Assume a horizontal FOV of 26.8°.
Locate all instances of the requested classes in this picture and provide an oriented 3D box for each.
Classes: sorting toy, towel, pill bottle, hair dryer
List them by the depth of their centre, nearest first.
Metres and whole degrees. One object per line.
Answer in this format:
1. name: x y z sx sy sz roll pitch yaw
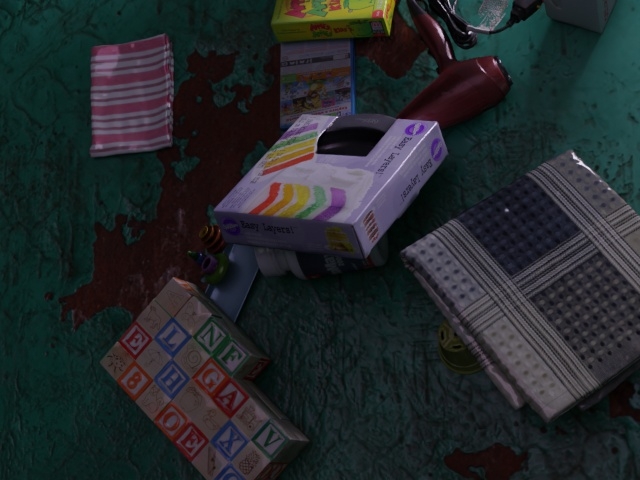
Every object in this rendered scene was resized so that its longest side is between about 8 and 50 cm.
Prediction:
1. towel: 0.322 0.061 1.827 0.312 0.056 0.324 -31 64 -16
2. pill bottle: 0.000 0.000 1.953 0.180 0.108 0.108 -11 71 15
3. hair dryer: 0.194 -0.267 2.007 0.223 0.080 0.293 19 74 38
4. sorting toy: -0.170 0.018 2.023 0.061 0.042 0.102 -33 41 37
5. towel: -0.308 -0.233 2.165 0.144 0.029 0.197 -8 72 16

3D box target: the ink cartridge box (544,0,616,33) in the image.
1. ink cartridge box: 0.400 -0.429 1.930 0.093 0.154 0.212 24 81 21

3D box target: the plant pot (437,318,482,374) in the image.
1. plant pot: 0.196 0.137 1.863 0.083 0.079 0.083 -5 72 15

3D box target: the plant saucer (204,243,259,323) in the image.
1. plant saucer: -0.142 0.087 2.021 0.067 0.018 0.192 20 80 23

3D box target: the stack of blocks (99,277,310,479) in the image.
1. stack of blocks: -0.155 0.216 1.933 0.297 0.087 0.171 44 96 21

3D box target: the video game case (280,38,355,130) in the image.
1. video game case: -0.005 -0.255 2.083 0.119 0.015 0.166 -5 72 16

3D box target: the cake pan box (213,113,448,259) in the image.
1. cake pan box: 0.019 -0.084 1.903 0.245 0.070 0.267 9 42 34

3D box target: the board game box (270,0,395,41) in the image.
1. board game box: 0.021 -0.360 2.078 0.181 0.043 0.092 0 57 17
